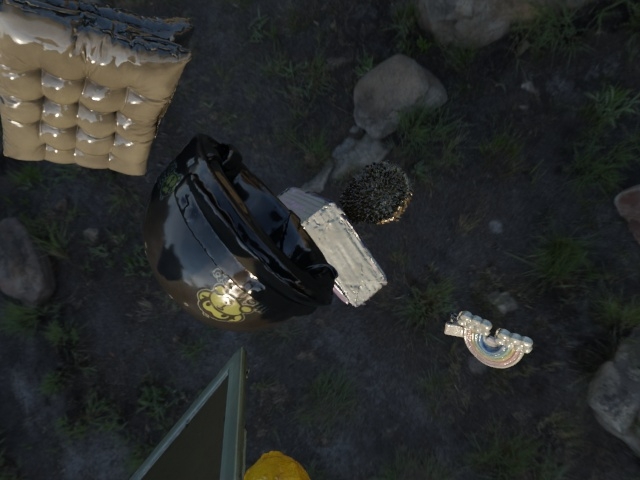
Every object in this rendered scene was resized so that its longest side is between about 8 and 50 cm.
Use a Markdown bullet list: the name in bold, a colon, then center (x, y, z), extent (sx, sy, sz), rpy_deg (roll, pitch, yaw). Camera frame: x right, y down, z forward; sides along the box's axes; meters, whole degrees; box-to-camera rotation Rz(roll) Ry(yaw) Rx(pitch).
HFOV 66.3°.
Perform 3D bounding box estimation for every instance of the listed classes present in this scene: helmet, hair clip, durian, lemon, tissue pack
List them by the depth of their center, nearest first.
- **helmet**: center (-0.106, 0.013, 0.561), extent (0.160, 0.279, 0.230), rpy_deg (-38, 117, 11)
- **lemon**: center (-0.064, 0.388, 0.736), extent (0.114, 0.155, 0.114), rpy_deg (-8, 120, -15)
- **tissue pack**: center (0.000, 0.000, 1.190), extent (0.125, 0.343, 0.242), rpy_deg (-39, 111, -6)
- **durian**: center (0.134, -0.114, 1.224), extent (0.196, 0.196, 0.167), rpy_deg (-24, 73, 7)
- **hair clip**: center (0.420, 0.251, 1.242), extent (0.220, 0.054, 0.140), rpy_deg (24, 132, 34)

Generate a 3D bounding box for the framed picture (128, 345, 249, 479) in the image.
- **framed picture**: center (-0.133, 0.230, 0.299), extent (0.019, 0.232, 0.296), rpy_deg (37, 100, -17)

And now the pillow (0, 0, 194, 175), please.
- **pillow**: center (-0.330, -0.204, 0.702), extent (0.228, 0.326, 0.101), rpy_deg (6, 61, -27)
